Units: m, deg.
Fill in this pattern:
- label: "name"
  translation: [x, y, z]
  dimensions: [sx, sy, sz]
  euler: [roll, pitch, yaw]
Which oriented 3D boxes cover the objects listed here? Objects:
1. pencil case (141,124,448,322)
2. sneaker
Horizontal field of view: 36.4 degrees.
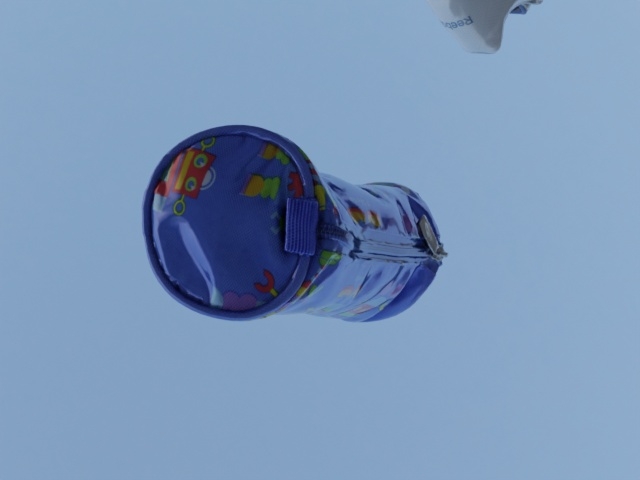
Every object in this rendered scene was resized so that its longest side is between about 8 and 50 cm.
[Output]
- label: "pencil case"
  translation: [0.000, 0.000, 0.703]
  dimensions: [0.133, 0.306, 0.119]
  euler: [-1, -95, 22]
- label: "sneaker"
  translation: [0.181, -0.295, 0.932]
  dimensions: [0.297, 0.111, 0.129]
  euler: [-50, -53, -26]
